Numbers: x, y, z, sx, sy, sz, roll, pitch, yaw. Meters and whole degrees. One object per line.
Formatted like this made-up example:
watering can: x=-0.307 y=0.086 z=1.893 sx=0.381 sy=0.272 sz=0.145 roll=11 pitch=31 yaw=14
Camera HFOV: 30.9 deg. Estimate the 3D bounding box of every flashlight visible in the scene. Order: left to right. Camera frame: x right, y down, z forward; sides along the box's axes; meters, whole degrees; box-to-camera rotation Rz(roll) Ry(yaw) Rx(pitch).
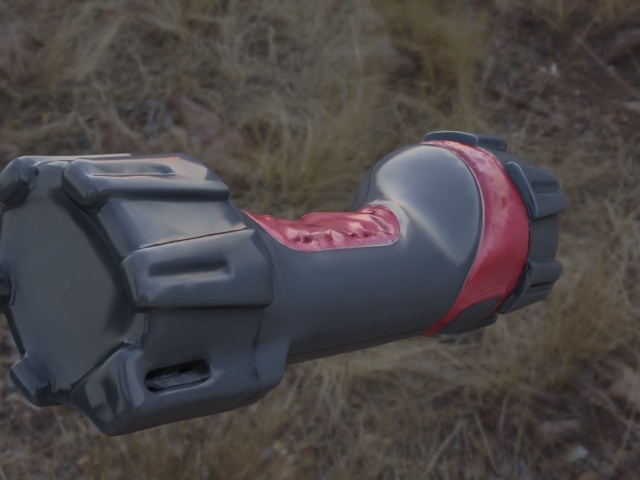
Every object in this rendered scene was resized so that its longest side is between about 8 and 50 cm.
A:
flashlight: x=0.000 y=0.000 z=0.482 sx=0.103 sy=0.103 sz=0.304 roll=10 pitch=7 yaw=36
